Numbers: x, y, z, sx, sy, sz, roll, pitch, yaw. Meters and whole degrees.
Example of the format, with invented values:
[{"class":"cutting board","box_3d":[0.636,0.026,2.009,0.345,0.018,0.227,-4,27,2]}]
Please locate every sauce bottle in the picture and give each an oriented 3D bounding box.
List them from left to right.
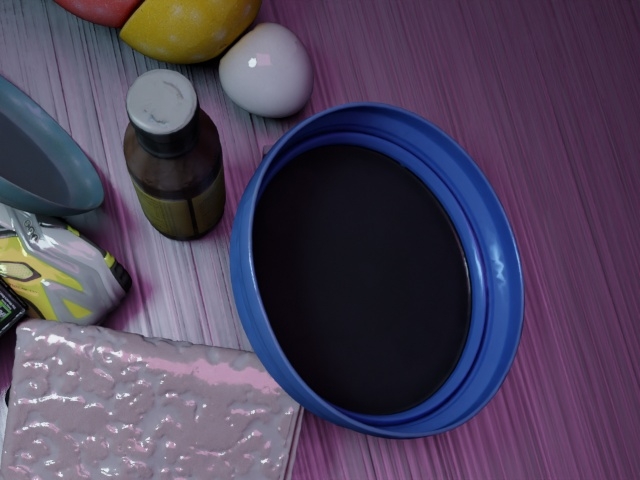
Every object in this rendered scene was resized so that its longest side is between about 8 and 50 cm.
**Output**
[{"class":"sauce bottle","box_3d":[-0.161,-0.091,1.126,0.111,0.344,0.111,1,75,-5]}]

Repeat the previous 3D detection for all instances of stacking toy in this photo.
[{"class":"stacking toy","box_3d":[-0.190,-0.335,1.236,0.350,0.350,0.480,-45,99,-12]}]

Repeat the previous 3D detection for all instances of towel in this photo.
[{"class":"towel","box_3d":[-0.199,0.265,1.144,0.332,0.053,0.317,10,94,-2]}]

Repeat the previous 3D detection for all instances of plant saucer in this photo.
[{"class":"plant saucer","box_3d":[-0.387,-0.130,1.152,0.317,0.317,0.043,44,102,6]}]

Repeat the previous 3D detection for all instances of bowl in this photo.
[{"class":"bowl","box_3d":[0.069,0.036,1.168,0.391,0.077,0.391,11,70,-31]}]

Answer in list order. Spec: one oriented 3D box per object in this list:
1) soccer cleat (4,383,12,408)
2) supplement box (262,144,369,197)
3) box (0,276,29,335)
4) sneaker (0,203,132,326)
[{"class":"soccer cleat","box_3d":[-0.290,0.162,1.196,0.179,0.072,0.060,-16,78,-8]},{"class":"supplement box","box_3d":[0.000,0.000,1.255,0.130,0.073,0.239,-4,76,-5]},{"class":"box","box_3d":[-0.454,0.070,1.105,0.184,0.045,0.190,-42,99,-6]},{"class":"sneaker","box_3d":[-0.419,-0.001,1.190,0.385,0.145,0.147,30,76,5]}]
